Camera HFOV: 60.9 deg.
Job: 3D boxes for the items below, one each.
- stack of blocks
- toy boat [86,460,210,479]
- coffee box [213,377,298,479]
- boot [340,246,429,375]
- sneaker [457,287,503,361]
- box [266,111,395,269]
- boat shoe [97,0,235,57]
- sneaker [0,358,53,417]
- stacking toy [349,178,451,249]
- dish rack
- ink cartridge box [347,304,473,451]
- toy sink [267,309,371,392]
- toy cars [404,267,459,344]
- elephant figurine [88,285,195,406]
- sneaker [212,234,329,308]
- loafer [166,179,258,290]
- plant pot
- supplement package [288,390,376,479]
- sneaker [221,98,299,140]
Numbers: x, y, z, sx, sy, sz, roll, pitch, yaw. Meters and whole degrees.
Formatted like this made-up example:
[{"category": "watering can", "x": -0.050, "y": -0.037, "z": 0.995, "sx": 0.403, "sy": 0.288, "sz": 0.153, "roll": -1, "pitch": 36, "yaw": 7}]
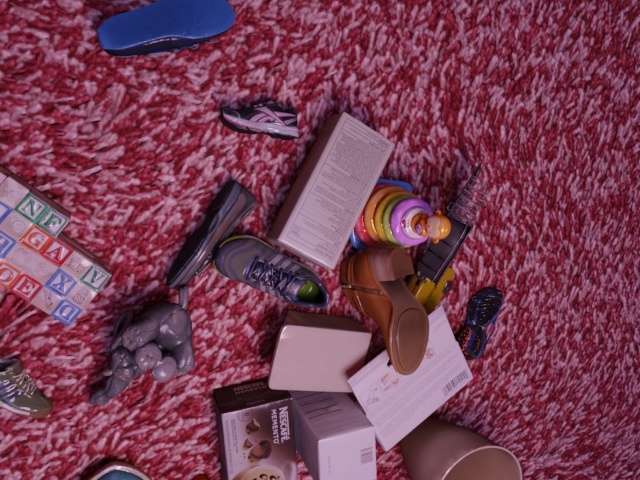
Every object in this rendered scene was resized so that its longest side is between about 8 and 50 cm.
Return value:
[{"category": "stack of blocks", "x": -0.551, "y": 0.006, "z": 1.040, "sx": 0.297, "sy": 0.087, "sz": 0.171, "roll": 41, "pitch": 84, "yaw": -24}, {"category": "toy boat", "x": -0.381, "y": 0.607, "z": 1.202, "sx": 0.318, "sy": 0.148, "sz": 0.267, "roll": -8, "pitch": 104, "yaw": -20}, {"category": "coffee box", "x": -0.150, "y": 0.492, "z": 1.285, "sx": 0.168, "sy": 0.119, "sz": 0.297, "roll": -7, "pitch": 104, "yaw": -19}, {"category": "boot", "x": 0.128, "y": 0.157, "z": 1.241, "sx": 0.109, "sy": 0.220, "sz": 0.283, "roll": -12, "pitch": 89, "yaw": -31}, {"category": "sneaker", "x": 0.436, "y": 0.230, "z": 1.492, "sx": 0.221, "sy": 0.083, "sz": 0.087, "roll": -61, "pitch": 150, "yaw": -10}, {"category": "box", "x": 0.020, "y": -0.106, "z": 1.199, "sx": 0.148, "sy": 0.121, "sz": 0.311, "roll": 30, "pitch": 83, "yaw": -18}, {"category": "boat shoe", "x": -0.297, "y": -0.418, "z": 1.055, "sx": 0.258, "sy": 0.089, "sz": 0.109, "roll": -12, "pitch": 92, "yaw": -14}, {"category": "sneaker", "x": -0.615, "y": 0.280, "z": 1.084, "sx": 0.192, "sy": 0.064, "sz": 0.086, "roll": 32, "pitch": 93, "yaw": -21}, {"category": "stacking toy", "x": 0.190, "y": -0.042, "z": 1.204, "sx": 0.165, "sy": 0.302, "sz": 0.175, "roll": 1, "pitch": 98, "yaw": -21}, {"category": "dish rack", "x": 0.324, "y": -0.047, "z": 1.286, "sx": 0.074, "sy": 0.208, "sz": 0.271, "roll": 31, "pitch": 53, "yaw": 10}, {"category": "ink cartridge box", "x": 0.212, "y": 0.326, "z": 1.326, "sx": 0.296, "sy": 0.066, "sz": 0.261, "roll": -35, "pitch": 117, "yaw": -15}, {"category": "toy sink", "x": -0.024, "y": 0.257, "z": 1.280, "sx": 0.234, "sy": 0.131, "sz": 0.153, "roll": 9, "pitch": 98, "yaw": -28}, {"category": "toy cars", "x": 0.265, "y": 0.231, "z": 1.417, "sx": 0.176, "sy": 0.087, "sz": 0.394, "roll": -16, "pitch": 110, "yaw": -22}, {"category": "elephant figurine", "x": -0.378, "y": 0.224, "z": 1.133, "sx": 0.186, "sy": 0.239, "sz": 0.169, "roll": -21, "pitch": 89, "yaw": -48}, {"category": "sneaker", "x": -0.095, "y": 0.074, "z": 1.190, "sx": 0.300, "sy": 0.121, "sz": 0.111, "roll": 22, "pitch": 93, "yaw": -36}, {"category": "loafer", "x": -0.227, "y": 0.002, "z": 1.168, "sx": 0.084, "sy": 0.096, "sz": 0.267, "roll": 34, "pitch": 85, "yaw": -30}, {"category": "plant pot", "x": 0.326, "y": 0.577, "z": 1.407, "sx": 0.256, "sy": 0.274, "sz": 0.256, "roll": -4, "pitch": 102, "yaw": -20}, {"category": "supplement package", "x": 0.017, "y": 0.446, "z": 1.273, "sx": 0.134, "sy": 0.244, "sz": 0.139, "roll": -8, "pitch": 105, "yaw": -19}, {"category": "sneaker", "x": -0.129, "y": -0.268, "z": 1.170, "sx": 0.178, "sy": 0.072, "sz": 0.077, "roll": 6, "pitch": 87, "yaw": -31}]
